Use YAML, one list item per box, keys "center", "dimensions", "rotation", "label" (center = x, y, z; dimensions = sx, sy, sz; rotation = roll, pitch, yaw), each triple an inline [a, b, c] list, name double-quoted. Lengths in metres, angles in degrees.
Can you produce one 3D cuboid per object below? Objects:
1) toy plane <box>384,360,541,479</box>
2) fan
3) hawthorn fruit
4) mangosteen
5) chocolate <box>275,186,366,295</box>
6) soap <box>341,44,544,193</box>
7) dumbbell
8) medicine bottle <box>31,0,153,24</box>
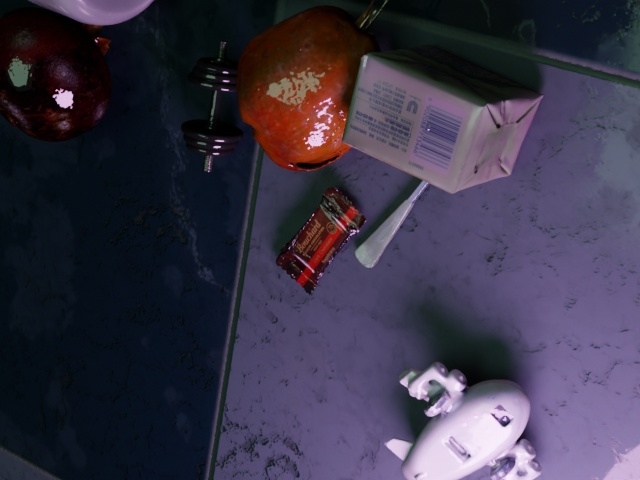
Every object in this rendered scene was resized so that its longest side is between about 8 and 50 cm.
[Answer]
- center: [0.205, 0.277, 1.839]
  dimensions: [0.244, 0.117, 0.245]
  rotation: [8, 115, 18]
  label: "toy plane"
- center: [0.114, -0.032, 1.891]
  dimensions: [0.038, 0.016, 0.193]
  rotation: [47, 123, 14]
  label: "fan"
- center: [0.007, -0.240, 1.812]
  dimensions: [0.299, 0.211, 0.211]
  rotation: [-43, 75, 23]
  label: "hawthorn fruit"
- center: [-0.433, -0.297, 2.114]
  dimensions: [0.235, 0.235, 0.261]
  rotation: [38, 76, 22]
  label: "mangosteen"
- center: [0.000, 0.000, 1.969]
  dimensions: [0.086, 0.028, 0.182]
  rotation: [42, 121, 12]
  label: "chocolate"
- center: [0.163, -0.168, 1.727]
  dimensions: [0.199, 0.182, 0.138]
  rotation: [27, 116, 26]
  label: "soap"
- center: [-0.164, -0.207, 1.992]
  dimensions: [0.099, 0.099, 0.209]
  rotation: [20, 111, 30]
  label: "dumbbell"
- center: [-0.405, -0.485, 2.008]
  dimensions: [0.306, 0.245, 0.245]
  rotation: [25, 113, 37]
  label: "medicine bottle"
